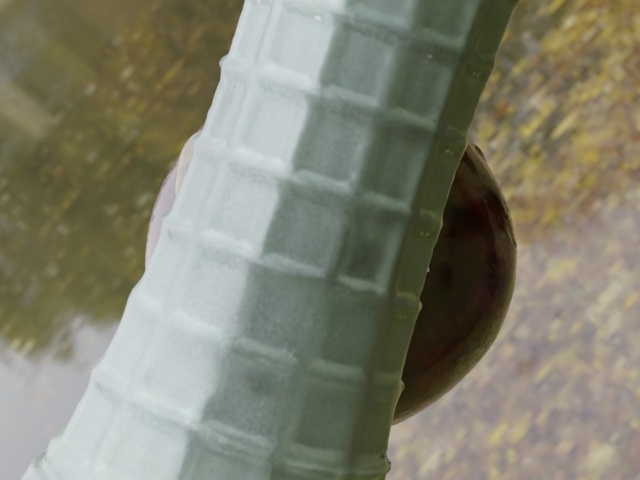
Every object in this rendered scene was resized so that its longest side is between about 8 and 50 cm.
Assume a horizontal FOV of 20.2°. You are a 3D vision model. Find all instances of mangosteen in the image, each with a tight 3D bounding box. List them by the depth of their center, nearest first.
[{"bbox_3d":[0.000,0.000,1.014,0.215,0.215,0.257,-51,-17,-5],"label":"mangosteen"}]

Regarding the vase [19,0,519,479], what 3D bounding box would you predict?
[{"bbox_3d":[0.003,-0.029,0.660,0.143,0.143,0.299,-145,74,-75],"label":"vase"}]
